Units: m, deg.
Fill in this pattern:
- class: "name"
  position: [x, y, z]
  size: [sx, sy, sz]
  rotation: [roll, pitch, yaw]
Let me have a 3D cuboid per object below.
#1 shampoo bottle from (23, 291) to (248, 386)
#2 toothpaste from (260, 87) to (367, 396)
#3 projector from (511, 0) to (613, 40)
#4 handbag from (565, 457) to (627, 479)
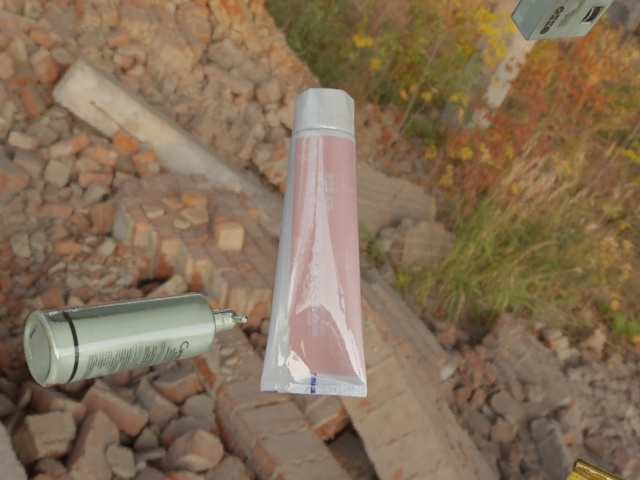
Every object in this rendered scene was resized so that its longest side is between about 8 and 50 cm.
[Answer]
- class: "shampoo bottle"
  position: [-0.214, 0.111, 0.923]
  size: [0.263, 0.085, 0.085]
  rotation: [-5, 40, -43]
- class: "toothpaste"
  position: [0.000, 0.000, 0.490]
  size: [0.067, 0.194, 0.043]
  rotation: [1, -12, 11]
- class: "projector"
  position: [0.341, -0.342, 1.021]
  size: [0.115, 0.147, 0.061]
  rotation: [-10, 63, -27]
- class: "handbag"
  position: [0.390, 0.515, 1.034]
  size: [0.283, 0.400, 0.133]
  rotation: [22, 19, 17]
